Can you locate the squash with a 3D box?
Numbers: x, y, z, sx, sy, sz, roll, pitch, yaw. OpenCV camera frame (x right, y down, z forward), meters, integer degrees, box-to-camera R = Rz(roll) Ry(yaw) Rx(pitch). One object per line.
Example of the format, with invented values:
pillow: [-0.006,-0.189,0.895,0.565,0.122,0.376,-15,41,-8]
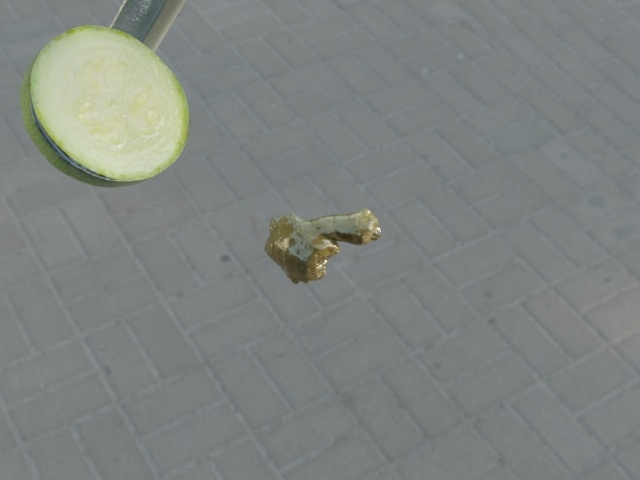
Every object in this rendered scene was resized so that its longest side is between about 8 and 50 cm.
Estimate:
squash: [-0.316,-0.193,1.391,0.252,0.049,0.252,14,65,-32]

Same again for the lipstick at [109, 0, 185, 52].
lipstick: [-0.286,-0.354,1.515,0.066,0.317,0.068,43,31,4]

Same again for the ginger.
ginger: [0.000,0.009,1.257,0.165,0.067,0.096,-6,84,22]
